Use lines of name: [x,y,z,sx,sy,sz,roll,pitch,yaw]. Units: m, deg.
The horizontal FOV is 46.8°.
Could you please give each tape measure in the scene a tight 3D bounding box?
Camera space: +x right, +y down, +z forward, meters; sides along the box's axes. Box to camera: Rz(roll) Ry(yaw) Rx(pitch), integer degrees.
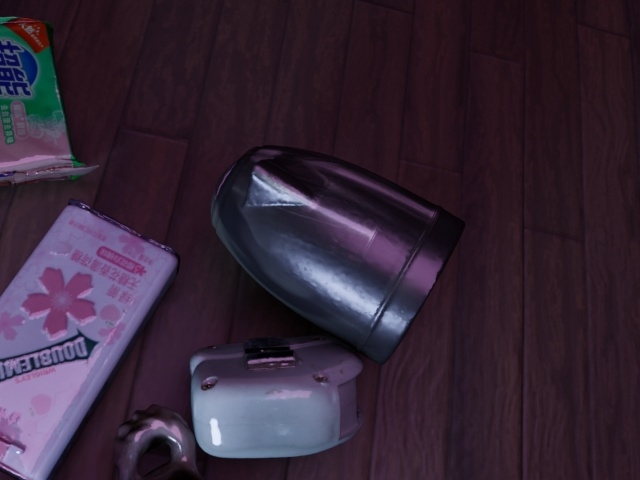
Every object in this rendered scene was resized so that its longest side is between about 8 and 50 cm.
tape measure: [-0.053,0.196,1.000,0.243,0.246,0.125,-5,95,-11]

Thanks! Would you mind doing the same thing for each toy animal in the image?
toy animal: [-0.264,0.387,0.890,0.344,0.194,0.302,-19,79,-23]

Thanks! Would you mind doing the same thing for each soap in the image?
soap: [-0.478,-0.210,1.147,0.218,0.098,0.273,-8,71,-24]

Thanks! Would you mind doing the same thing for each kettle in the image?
kettle: [0.000,0.000,1.051,0.324,0.321,0.228,30,79,5]

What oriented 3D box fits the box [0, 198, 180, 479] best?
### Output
box: [-0.360,0.133,1.021,0.190,0.112,0.369,28,61,-1]
